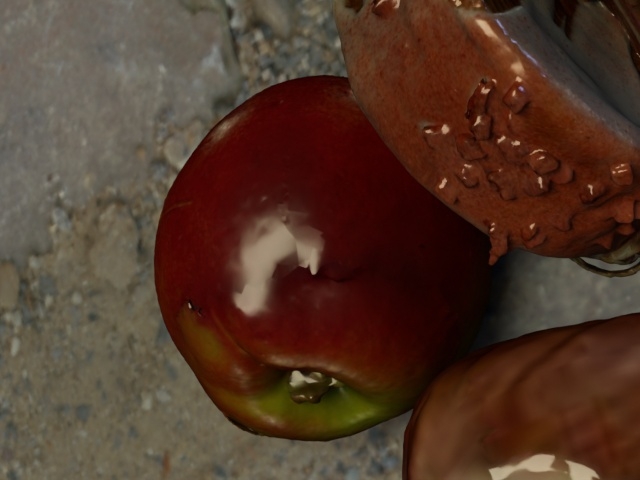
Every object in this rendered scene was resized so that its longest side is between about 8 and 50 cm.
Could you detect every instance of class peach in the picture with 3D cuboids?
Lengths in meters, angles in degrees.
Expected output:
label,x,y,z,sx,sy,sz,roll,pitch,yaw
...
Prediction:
label,x,y,z,sx,sy,sz,roll,pitch,yaw
peach,0.000,0.000,0.910,0.197,0.197,0.197,-2,86,32

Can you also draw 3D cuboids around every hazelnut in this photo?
label,x,y,z,sx,sy,sz,roll,pitch,yaw
hazelnut,0.135,0.154,0.775,0.261,0.241,0.261,-2,86,39

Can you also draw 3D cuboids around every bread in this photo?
label,x,y,z,sx,sy,sz,roll,pitch,yaw
bread,0.114,-0.096,0.814,0.142,0.212,0.224,-41,66,37
